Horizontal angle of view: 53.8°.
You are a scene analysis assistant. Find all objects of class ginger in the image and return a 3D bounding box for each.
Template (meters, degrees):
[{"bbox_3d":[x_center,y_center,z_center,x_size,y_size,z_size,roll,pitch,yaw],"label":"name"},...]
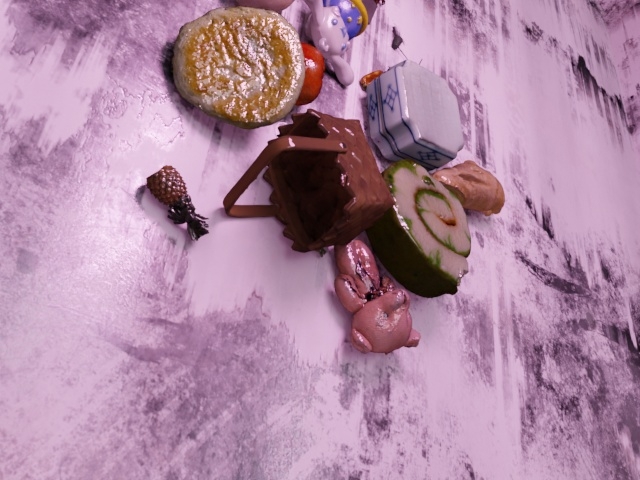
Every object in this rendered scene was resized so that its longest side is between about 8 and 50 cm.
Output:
[{"bbox_3d":[0.439,-0.161,1.919,0.354,0.126,0.190,-3,76,-44],"label":"ginger"}]

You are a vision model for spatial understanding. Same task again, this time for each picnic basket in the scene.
[{"bbox_3d":[-0.030,-0.128,1.386,0.321,0.254,0.291,-2,62,-42],"label":"picnic basket"}]

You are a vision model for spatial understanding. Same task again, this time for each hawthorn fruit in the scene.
[{"bbox_3d":[-0.084,-0.429,1.591,0.194,0.157,0.157,19,53,-6],"label":"hawthorn fruit"}]

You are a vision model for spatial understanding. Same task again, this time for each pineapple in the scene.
[{"bbox_3d":[-0.281,-0.073,1.269,0.159,0.074,0.074,57,44,-7],"label":"pineapple"}]

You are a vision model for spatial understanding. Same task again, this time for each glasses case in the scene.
[{"bbox_3d":[0.123,-0.730,1.932,0.042,0.072,0.190,33,8,20],"label":"glasses case"}]

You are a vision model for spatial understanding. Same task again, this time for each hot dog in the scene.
[{"bbox_3d":[0.161,-0.484,1.910,0.049,0.037,0.122,49,45,9],"label":"hot dog"}]

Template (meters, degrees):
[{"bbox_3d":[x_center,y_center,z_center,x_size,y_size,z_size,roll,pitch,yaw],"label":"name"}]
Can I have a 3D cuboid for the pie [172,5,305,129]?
[{"bbox_3d":[-0.181,-0.396,1.450,0.323,0.070,0.323,3,79,-14],"label":"pie"}]

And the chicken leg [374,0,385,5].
[{"bbox_3d":[0.166,-0.887,2.108,0.177,0.083,0.322,36,49,-34],"label":"chicken leg"}]

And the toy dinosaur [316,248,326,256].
[{"bbox_3d":[0.000,0.000,1.514,0.060,0.029,0.119,40,42,5],"label":"toy dinosaur"}]

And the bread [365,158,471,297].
[{"bbox_3d":[0.272,-0.030,1.660,0.366,0.129,0.382,2,61,-49],"label":"bread"}]

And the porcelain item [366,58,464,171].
[{"bbox_3d":[0.273,-0.359,1.845,0.281,0.157,0.286,12,65,-40],"label":"porcelain item"}]

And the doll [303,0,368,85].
[{"bbox_3d":[0.013,-0.623,1.757,0.311,0.159,0.243,44,66,-55],"label":"doll"}]

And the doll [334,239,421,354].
[{"bbox_3d":[0.131,0.114,1.482,0.201,0.156,0.303,0,64,-40],"label":"doll"}]

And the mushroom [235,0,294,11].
[{"bbox_3d":[-0.141,-0.687,1.659,0.204,0.204,0.204,20,56,-33],"label":"mushroom"}]

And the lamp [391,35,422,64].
[{"bbox_3d":[0.282,-0.621,2.093,0.121,0.041,0.054,38,56,-17],"label":"lamp"}]
